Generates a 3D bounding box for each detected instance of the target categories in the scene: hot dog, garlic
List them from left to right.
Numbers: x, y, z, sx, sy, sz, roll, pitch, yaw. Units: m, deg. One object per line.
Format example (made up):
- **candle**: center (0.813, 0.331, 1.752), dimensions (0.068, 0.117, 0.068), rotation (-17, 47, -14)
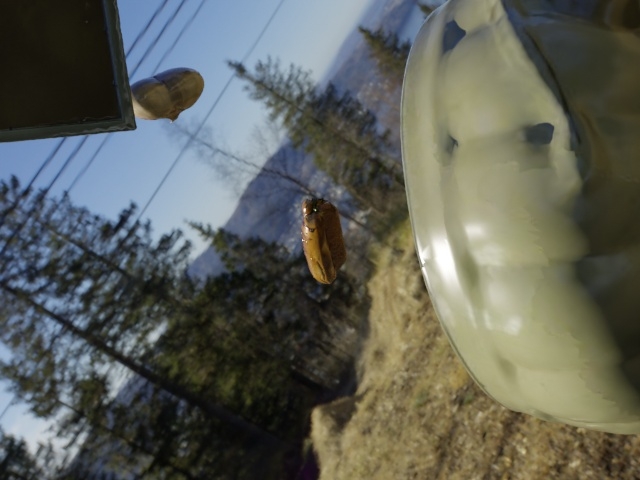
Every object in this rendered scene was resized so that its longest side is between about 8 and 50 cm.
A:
- **garlic**: center (-0.319, -0.290, 1.434), dimensions (0.174, 0.099, 0.124), rotation (-33, 8, -38)
- **hot dog**: center (0.000, 0.000, 0.680), dimensions (0.049, 0.037, 0.122), rotation (-61, -23, -28)

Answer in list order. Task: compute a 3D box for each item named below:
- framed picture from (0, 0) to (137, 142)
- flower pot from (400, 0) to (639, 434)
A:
- **framed picture**: center (-0.365, -0.272, 0.890), dimensions (0.018, 0.231, 0.293), rotation (-116, 21, -70)
- **flower pot**: center (0.216, -0.045, 0.418), dimensions (0.244, 0.307, 0.307), rotation (-11, 36, 32)
